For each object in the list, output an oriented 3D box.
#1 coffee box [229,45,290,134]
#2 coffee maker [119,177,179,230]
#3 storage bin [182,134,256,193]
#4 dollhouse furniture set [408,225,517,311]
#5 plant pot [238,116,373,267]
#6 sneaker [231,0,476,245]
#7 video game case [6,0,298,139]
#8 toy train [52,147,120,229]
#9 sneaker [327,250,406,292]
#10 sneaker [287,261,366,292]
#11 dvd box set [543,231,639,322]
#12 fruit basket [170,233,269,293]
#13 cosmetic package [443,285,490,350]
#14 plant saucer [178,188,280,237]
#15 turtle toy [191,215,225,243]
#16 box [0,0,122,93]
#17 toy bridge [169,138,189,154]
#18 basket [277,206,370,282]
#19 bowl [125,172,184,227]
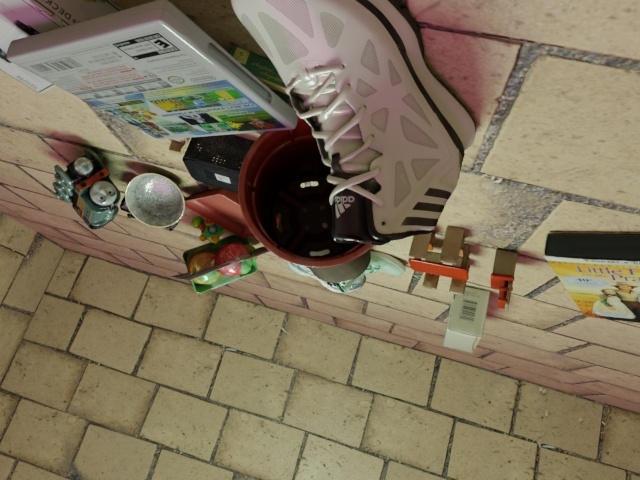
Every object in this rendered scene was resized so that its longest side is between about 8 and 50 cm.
[{"bbox_3d":[-0.112,-0.246,0.833,0.113,0.040,0.184,21,162,-11],"label":"coffee box"},{"bbox_3d":[-0.532,-0.116,1.553,0.178,0.120,0.171,27,-176,-24],"label":"coffee maker"},{"bbox_3d":[-0.199,-0.170,1.081,0.180,0.084,0.122,15,163,3],"label":"storage bin"},{"bbox_3d":[0.353,0.082,1.232,0.259,0.135,0.262,10,161,23],"label":"dollhouse furniture set"},{"bbox_3d":[-0.007,-0.069,0.953,0.272,0.272,0.265,17,171,1],"label":"plant pot"},{"bbox_3d":[0.046,-0.142,0.638,0.447,0.257,0.169,31,158,-36],"label":"sneaker"},{"bbox_3d":[-0.249,-0.239,0.759,0.329,0.036,0.300,3,168,30],"label":"video game case"},{"bbox_3d":[-0.684,-0.144,1.449,0.190,0.142,0.334,53,151,-11],"label":"toy train"},{"bbox_3d":[0.127,0.104,1.494,0.256,0.151,0.094,16,161,0],"label":"sneaker"},{"bbox_3d":[0.021,0.096,1.648,0.283,0.110,0.122,17,159,1],"label":"sneaker"},{"bbox_3d":[0.705,0.097,1.065,0.308,0.062,0.420,2,157,40],"label":"dvd box set"},{"bbox_3d":[-0.313,0.083,1.622,0.327,0.165,0.353,-21,-168,-25],"label":"fruit basket"},{"bbox_3d":[0.488,0.271,1.646,0.113,0.160,0.309,11,163,17],"label":"cosmetic package"},{"bbox_3d":[-0.256,-0.084,1.459,0.258,0.047,0.259,31,157,-37],"label":"plant saucer"},{"bbox_3d":[-0.374,-0.047,1.632,0.130,0.095,0.066,9,137,23],"label":"turtle toy"},{"bbox_3d":[-0.463,-0.346,0.787,0.290,0.087,0.169,1,156,43],"label":"box"},{"bbox_3d":[-0.325,-0.242,1.077,0.063,0.026,0.188,14,162,2],"label":"toy bridge"},{"bbox_3d":[0.000,0.000,1.312,0.204,0.154,0.227,7,156,35],"label":"basket"},{"bbox_3d":[-0.472,-0.130,1.422,0.170,0.170,0.080,20,-153,-9],"label":"bowl"}]
